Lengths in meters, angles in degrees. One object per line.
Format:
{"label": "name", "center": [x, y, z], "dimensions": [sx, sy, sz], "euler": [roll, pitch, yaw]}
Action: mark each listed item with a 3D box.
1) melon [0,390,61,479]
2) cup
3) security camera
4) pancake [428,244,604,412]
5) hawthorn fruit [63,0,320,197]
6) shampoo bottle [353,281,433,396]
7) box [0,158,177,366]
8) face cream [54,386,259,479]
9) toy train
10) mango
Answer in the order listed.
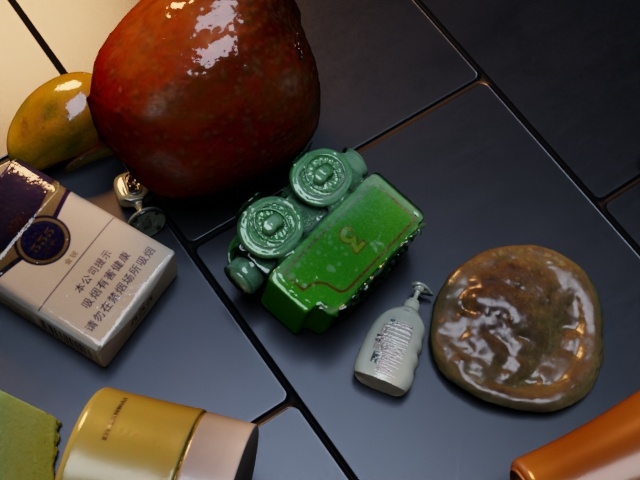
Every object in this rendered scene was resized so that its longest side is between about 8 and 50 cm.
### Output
{"label": "melon", "center": [-0.354, 0.295, 1.433], "dimensions": [0.114, 0.053, 0.262], "euler": [-1, 65, -24]}
{"label": "cup", "center": [0.371, 0.290, 1.413], "dimensions": [0.264, 0.182, 0.226], "euler": [-21, 97, -6]}
{"label": "security camera", "center": [-0.243, -0.054, 1.608], "dimensions": [0.058, 0.058, 0.092], "euler": [-22, 58, -14]}
{"label": "pancake", "center": [0.257, 0.110, 1.547], "dimensions": [0.241, 0.050, 0.242], "euler": [1, 64, -2]}
{"label": "hawthorn fruit", "center": [-0.172, -0.185, 1.564], "dimensions": [0.369, 0.285, 0.285], "euler": [-35, 69, -1]}
{"label": "shampoo bottle", "center": [0.099, 0.116, 1.538], "dimensions": [0.077, 0.045, 0.152], "euler": [19, 65, 9]}
{"label": "box", "center": [-0.332, 0.025, 1.547], "dimensions": [0.259, 0.071, 0.168], "euler": [30, 65, 10]}
{"label": "face cream", "center": [-0.182, 0.285, 1.338], "dimensions": [0.179, 0.218, 0.218], "euler": [13, 63, 5]}
{"label": "toy train", "center": [0.000, 0.000, 1.550], "dimensions": [0.188, 0.132, 0.243], "euler": [43, 68, 8]}
{"label": "mango", "center": [-0.349, -0.162, 1.633], "dimensions": [0.163, 0.089, 0.111], "euler": [-22, 67, -5]}
